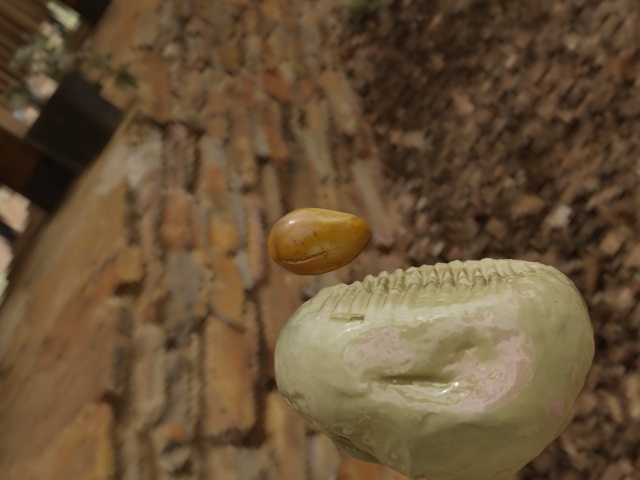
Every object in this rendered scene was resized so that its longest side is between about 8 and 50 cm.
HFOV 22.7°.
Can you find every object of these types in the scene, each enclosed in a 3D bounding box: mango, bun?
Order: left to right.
[{"bbox_3d":[0.000,0.000,1.357,0.089,0.060,0.046,-11,27,-1],"label":"mango"},{"bbox_3d":[0.119,0.140,1.668,0.361,0.361,0.213,-164,67,-73],"label":"bun"}]
